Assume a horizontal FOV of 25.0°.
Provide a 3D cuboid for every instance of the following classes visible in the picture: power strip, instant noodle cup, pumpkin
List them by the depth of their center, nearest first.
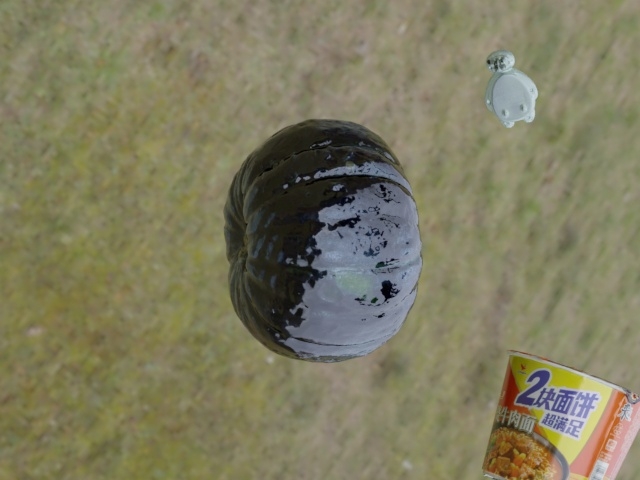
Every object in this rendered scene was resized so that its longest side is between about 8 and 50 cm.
[{"bbox_3d":[0.194,-0.155,1.492,0.035,0.055,0.083,-65,138,-65],"label":"power strip"},{"bbox_3d":[0.318,0.261,1.922,0.213,0.213,0.174,44,66,-73],"label":"instant noodle cup"},{"bbox_3d":[0.000,0.000,2.123,0.266,0.363,0.363,-2,141,-14],"label":"pumpkin"}]
